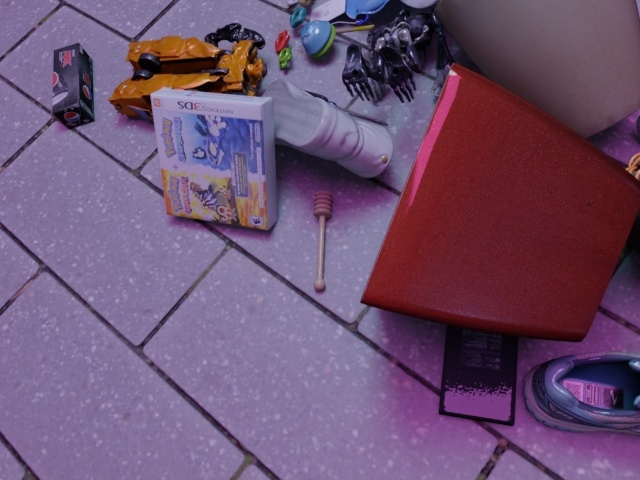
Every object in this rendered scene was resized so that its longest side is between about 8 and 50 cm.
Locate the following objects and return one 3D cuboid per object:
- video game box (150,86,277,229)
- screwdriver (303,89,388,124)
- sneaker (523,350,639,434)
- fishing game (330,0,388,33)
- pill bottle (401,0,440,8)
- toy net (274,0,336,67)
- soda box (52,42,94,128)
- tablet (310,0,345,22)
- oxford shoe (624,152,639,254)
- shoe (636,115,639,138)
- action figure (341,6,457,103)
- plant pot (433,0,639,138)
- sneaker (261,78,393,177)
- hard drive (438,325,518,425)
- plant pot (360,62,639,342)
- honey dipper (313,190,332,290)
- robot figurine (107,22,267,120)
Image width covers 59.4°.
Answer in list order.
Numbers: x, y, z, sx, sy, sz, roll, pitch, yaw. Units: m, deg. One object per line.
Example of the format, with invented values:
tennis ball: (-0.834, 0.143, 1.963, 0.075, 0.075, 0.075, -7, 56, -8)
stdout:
video game box: (-0.163, -0.127, 0.879, 0.187, 0.205, 0.048, 10, 29, 18)
screwdriver: (0.040, -0.228, 0.983, 0.170, 0.025, 0.024, 24, 71, 12)
sneaker: (0.389, 0.181, 0.647, 0.283, 0.122, 0.110, -3, 64, 11)
fishing game: (0.108, -0.488, 1.057, 0.189, 0.041, 0.264, 7, 68, 40)
pill bottle: (0.238, -0.491, 0.943, 0.152, 0.152, 0.272, 36, 55, 24)
toy net: (-0.035, -0.429, 1.077, 0.122, 0.045, 0.232, -33, 48, 36)
soda box: (-0.488, -0.307, 1.109, 0.060, 0.053, 0.169, -16, 62, 4)
tablet: (0.014, -0.438, 1.072, 0.083, 0.006, 0.054, -14, 59, 36)
oxford shoe: (0.391, -0.049, 0.631, 0.130, 0.364, 0.133, -48, 61, 1)
shoe: (0.543, -0.130, 0.801, 0.081, 0.063, 0.178, -31, 68, -5)
action figure: (0.136, -0.297, 0.926, 0.164, 0.141, 0.275, 1, 31, 30)
plant pot: (0.346, -0.288, 0.810, 0.256, 0.256, 0.274, -32, 93, -4)
sneaker: (0.003, -0.175, 0.919, 0.108, 0.169, 0.292, -62, 32, 11)
hard drive: (0.211, 0.170, 0.747, 0.094, 0.022, 0.135, 5, 66, 14)
plant pot: (0.214, -0.017, 0.683, 0.236, 0.267, 0.267, 21, 93, 8)
honey dipper: (0.000, 0.000, 0.871, 0.030, 0.030, 0.160, -1, 67, 12)
robot figurine: (-0.232, -0.301, 1.035, 0.291, 0.085, 0.211, 3, 66, 14)
